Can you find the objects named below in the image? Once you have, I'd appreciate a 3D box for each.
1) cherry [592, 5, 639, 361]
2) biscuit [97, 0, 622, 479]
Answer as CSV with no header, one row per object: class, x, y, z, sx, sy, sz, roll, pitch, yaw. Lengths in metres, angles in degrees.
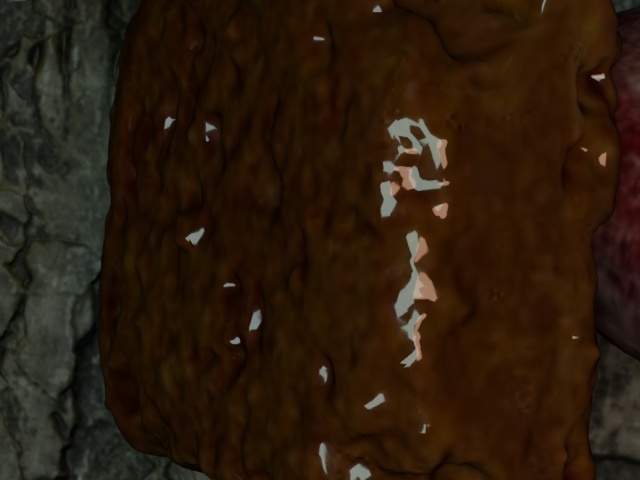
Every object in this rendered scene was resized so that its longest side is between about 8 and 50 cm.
cherry,0.232,-0.037,1.042,0.300,0.203,0.230,31,113,34
biscuit,0.000,0.000,1.051,0.395,0.166,0.343,4,89,56
